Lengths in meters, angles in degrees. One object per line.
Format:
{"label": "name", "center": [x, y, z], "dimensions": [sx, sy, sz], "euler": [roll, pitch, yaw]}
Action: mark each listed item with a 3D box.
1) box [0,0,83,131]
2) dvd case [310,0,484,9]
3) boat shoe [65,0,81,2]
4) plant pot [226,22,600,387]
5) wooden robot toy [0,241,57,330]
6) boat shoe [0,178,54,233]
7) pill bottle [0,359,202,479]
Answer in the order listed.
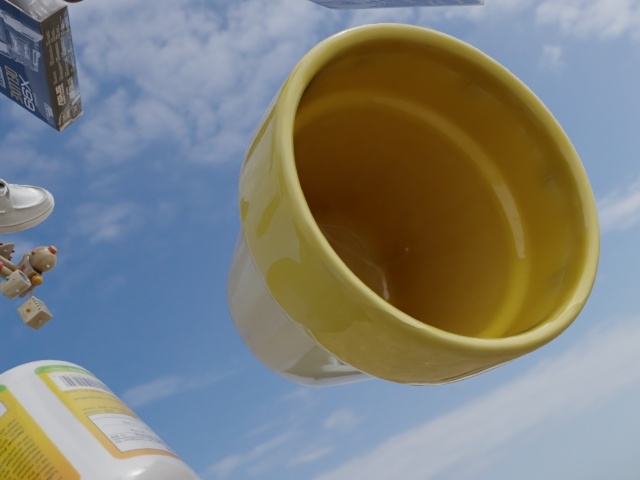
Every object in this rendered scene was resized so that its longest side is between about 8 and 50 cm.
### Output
{"label": "box", "center": [-0.611, -0.399, 1.653], "dimensions": [0.076, 0.242, 0.307], "euler": [-48, -15, -32]}
{"label": "dvd case", "center": [0.056, -0.239, 0.767], "dimensions": [0.164, 0.018, 0.221], "euler": [4, 10, 20]}
{"label": "boat shoe", "center": [-0.394, -0.479, 1.178], "dimensions": [0.095, 0.095, 0.257], "euler": [-19, -58, -12]}
{"label": "plant pot", "center": [0.040, 0.004, 0.637], "dimensions": [0.254, 0.254, 0.239], "euler": [-15, -17, -31]}
{"label": "wooden robot toy", "center": [-0.385, 0.035, 1.073], "dimensions": [0.079, 0.173, 0.076], "euler": [-39, -45, -3]}
{"label": "boat shoe", "center": [-0.434, -0.051, 1.056], "dimensions": [0.184, 0.066, 0.063], "euler": [-8, -38, -36]}
{"label": "pill bottle", "center": [-0.160, 0.195, 0.579], "dimensions": [0.136, 0.245, 0.136], "euler": [-19, -60, -36]}
